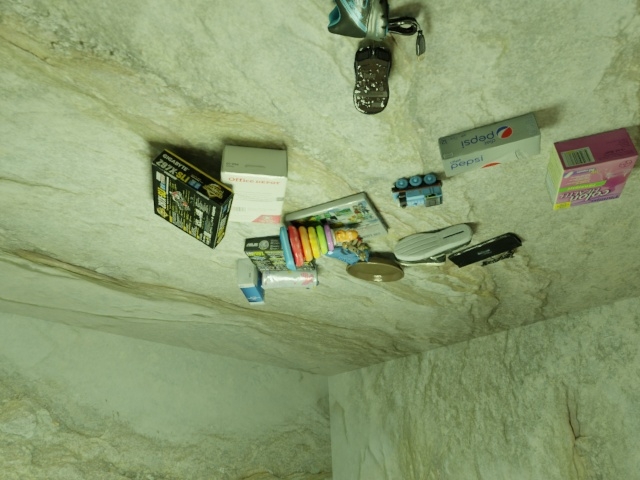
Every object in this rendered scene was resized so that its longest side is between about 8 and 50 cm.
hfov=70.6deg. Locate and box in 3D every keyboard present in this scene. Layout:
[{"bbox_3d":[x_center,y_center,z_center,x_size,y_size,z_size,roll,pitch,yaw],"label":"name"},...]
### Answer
[{"bbox_3d":[0.776,0.059,2.103,0.317,0.033,0.202,-25,137,36],"label":"keyboard"}]

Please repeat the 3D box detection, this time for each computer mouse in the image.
[{"bbox_3d":[0.168,-0.444,1.141,0.184,0.060,0.262,-2,139,8],"label":"computer mouse"}]

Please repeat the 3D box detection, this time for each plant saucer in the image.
[{"bbox_3d":[0.259,0.138,2.142,0.278,0.041,0.278,7,158,3],"label":"plant saucer"}]

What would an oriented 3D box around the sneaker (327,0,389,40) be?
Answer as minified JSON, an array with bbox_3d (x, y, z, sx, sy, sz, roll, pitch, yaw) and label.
[{"bbox_3d":[0.070,-0.545,0.885,0.140,0.124,0.340,4,147,7],"label":"sneaker"}]

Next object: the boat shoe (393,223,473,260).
[{"bbox_3d":[0.487,0.031,1.936,0.336,0.121,0.119,-14,144,16],"label":"boat shoe"}]

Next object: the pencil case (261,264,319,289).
[{"bbox_3d":[-0.145,0.175,2.148,0.274,0.113,0.124,1,128,-4],"label":"pencil case"}]

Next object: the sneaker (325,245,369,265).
[{"bbox_3d":[0.117,0.069,1.981,0.210,0.082,0.069,-1,173,-19],"label":"sneaker"}]

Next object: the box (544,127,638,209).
[{"bbox_3d":[0.890,-0.230,1.511,0.214,0.117,0.243,-10,150,13],"label":"box"}]

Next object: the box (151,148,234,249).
[{"bbox_3d":[-0.431,-0.123,1.512,0.257,0.079,0.322,33,149,1],"label":"box"}]

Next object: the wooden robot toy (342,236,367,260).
[{"bbox_3d":[0.131,0.020,1.899,0.079,0.076,0.173,21,170,42],"label":"wooden robot toy"}]

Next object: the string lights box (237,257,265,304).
[{"bbox_3d":[-0.325,0.201,2.160,0.077,0.133,0.259,-5,150,4],"label":"string lights box"}]

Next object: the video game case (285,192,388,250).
[{"bbox_3d":[0.073,-0.064,1.825,0.329,0.036,0.300,-14,149,21],"label":"video game case"}]

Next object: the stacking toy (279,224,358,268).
[{"bbox_3d":[0.000,0.000,1.768,0.302,0.165,0.175,-13,166,-1],"label":"stacking toy"}]

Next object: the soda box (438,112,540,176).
[{"bbox_3d":[0.519,-0.291,1.400,0.287,0.091,0.098,-13,149,17],"label":"soda box"}]

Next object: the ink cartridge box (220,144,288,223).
[{"bbox_3d":[-0.223,-0.179,1.512,0.208,0.117,0.283,4,150,-10],"label":"ink cartridge box"}]

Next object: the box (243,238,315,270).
[{"bbox_3d":[-0.172,0.065,1.975,0.270,0.060,0.216,-2,152,12],"label":"box"}]

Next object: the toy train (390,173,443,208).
[{"bbox_3d":[0.340,-0.167,1.590,0.184,0.105,0.080,-8,150,10],"label":"toy train"}]

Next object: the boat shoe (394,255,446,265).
[{"bbox_3d":[0.455,0.068,2.070,0.233,0.084,0.079,-2,113,13],"label":"boat shoe"}]
